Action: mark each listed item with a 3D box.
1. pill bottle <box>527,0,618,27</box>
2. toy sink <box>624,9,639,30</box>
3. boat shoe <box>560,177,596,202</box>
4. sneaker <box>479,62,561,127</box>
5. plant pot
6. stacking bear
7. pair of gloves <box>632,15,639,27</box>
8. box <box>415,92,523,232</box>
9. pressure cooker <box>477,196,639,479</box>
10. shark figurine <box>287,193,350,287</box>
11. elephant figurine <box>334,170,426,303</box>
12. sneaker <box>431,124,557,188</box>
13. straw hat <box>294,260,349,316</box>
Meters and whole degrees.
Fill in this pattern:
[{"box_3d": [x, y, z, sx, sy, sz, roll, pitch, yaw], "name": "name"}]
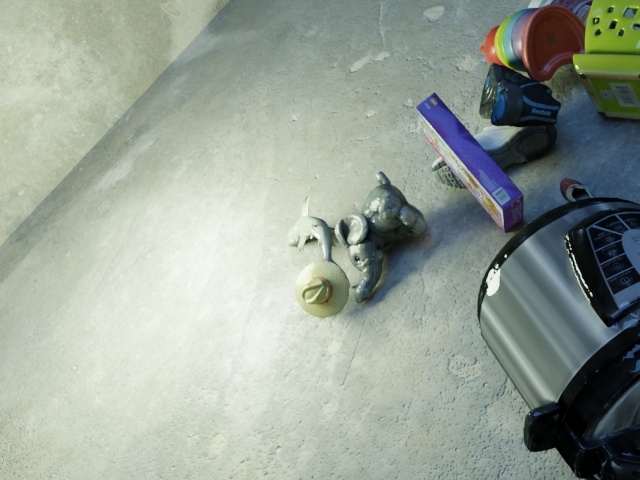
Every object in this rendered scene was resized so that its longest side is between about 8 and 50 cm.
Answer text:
[{"box_3d": [0.627, -0.549, 1.940, 0.121, 0.121, 0.221, -43, 40, -3], "name": "pill bottle"}, {"box_3d": [0.820, -0.602, 1.831, 0.234, 0.131, 0.152, -14, 46, 28], "name": "toy sink"}, {"box_3d": [0.549, -0.096, 1.648, 0.049, 0.043, 0.137, -35, 39, 10], "name": "boat shoe"}, {"box_3d": [0.450, -0.321, 1.785, 0.140, 0.125, 0.341, 8, 25, 0], "name": "sneaker"}, {"box_3d": [0.691, -0.389, 1.673, 0.227, 0.228, 0.207, 16, 71, 44], "name": "plant pot"}, {"box_3d": [0.505, -0.488, 1.929, 0.175, 0.164, 0.289, -26, 15, -10], "name": "stacking bear"}, {"box_3d": [0.800, -0.486, 1.741, 0.198, 0.159, 0.023, 17, 102, 44], "name": "pair of gloves"}, {"box_3d": [0.323, -0.164, 1.668, 0.057, 0.201, 0.293, -37, 72, 3], "name": "box"}, {"box_3d": [0.489, 0.177, 1.203, 0.370, 0.376, 0.420, -50, 36, 20], "name": "pressure cooker"}, {"box_3d": [0.014, -0.006, 1.944, 0.278, 0.116, 0.166, 46, 121, 58], "name": "shark figurine"}, {"box_3d": [0.118, -0.007, 1.829, 0.239, 0.169, 0.186, -46, 8, 17], "name": "elephant figurine"}, {"box_3d": [0.406, -0.217, 1.842, 0.297, 0.111, 0.129, -21, 31, 12], "name": "sneaker"}, {"box_3d": [-0.009, 0.119, 1.813, 0.145, 0.061, 0.144, 2, 95, 25], "name": "straw hat"}]
